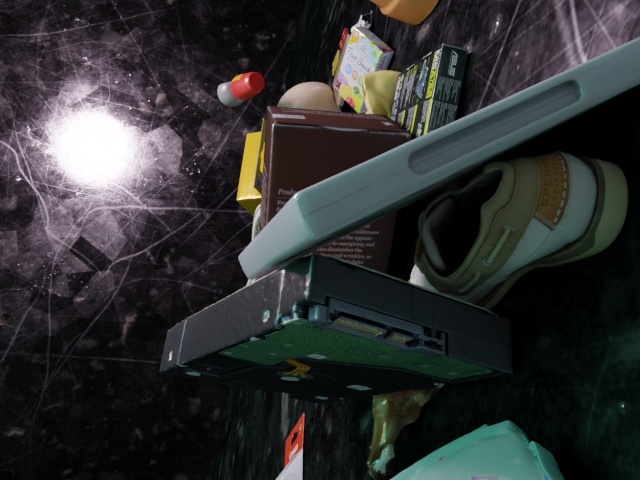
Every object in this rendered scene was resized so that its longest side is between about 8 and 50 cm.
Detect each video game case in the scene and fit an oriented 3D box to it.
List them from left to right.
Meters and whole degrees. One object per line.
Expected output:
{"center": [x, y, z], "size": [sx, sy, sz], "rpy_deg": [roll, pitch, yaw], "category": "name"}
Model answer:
{"center": [0.080, -0.052, 0.537], "size": [0.036, 0.299, 0.329], "rpy_deg": [64, 164, 1], "category": "video game case"}

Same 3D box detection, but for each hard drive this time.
{"center": [-0.004, 0.114, 0.623], "size": [0.339, 0.236, 0.064], "rpy_deg": [-29, 49, 52], "category": "hard drive"}

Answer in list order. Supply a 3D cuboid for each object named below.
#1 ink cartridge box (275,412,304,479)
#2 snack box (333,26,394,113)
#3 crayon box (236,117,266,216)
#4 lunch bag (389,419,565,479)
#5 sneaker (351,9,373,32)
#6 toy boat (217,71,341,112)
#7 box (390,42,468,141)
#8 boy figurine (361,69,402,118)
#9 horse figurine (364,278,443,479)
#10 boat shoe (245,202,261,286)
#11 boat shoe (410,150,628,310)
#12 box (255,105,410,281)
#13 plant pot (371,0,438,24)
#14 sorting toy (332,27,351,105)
{"center": [-0.084, 0.525, 1.275], "size": [0.189, 0.066, 0.232], "rpy_deg": [114, 158, -49], "category": "ink cartridge box"}
{"center": [0.085, -0.347, 1.183], "size": [0.100, 0.037, 0.141], "rpy_deg": [51, 138, 30], "category": "snack box"}
{"center": [-0.126, -0.150, 1.556], "size": [0.323, 0.083, 0.203], "rpy_deg": [48, -138, -57], "category": "crayon box"}
{"center": [0.106, 0.282, 0.383], "size": [0.223, 0.160, 0.262], "rpy_deg": [-107, 41, -72], "category": "lunch bag"}
{"center": [0.103, -0.509, 1.358], "size": [0.069, 0.038, 0.098], "rpy_deg": [-60, 18, 29], "category": "sneaker"}
{"center": [-0.092, -0.294, 1.392], "size": [0.148, 0.318, 0.268], "rpy_deg": [-1, 63, 54], "category": "toy boat"}
{"center": [0.144, -0.169, 0.850], "size": [0.184, 0.045, 0.191], "rpy_deg": [-168, 88, -76], "category": "box"}
{"center": [0.083, -0.152, 1.009], "size": [0.177, 0.092, 0.285], "rpy_deg": [-92, 14, -55], "category": "boy figurine"}
{"center": [0.092, 0.160, 0.758], "size": [0.263, 0.066, 0.175], "rpy_deg": [-107, 35, -58], "category": "horse figurine"}
{"center": [-0.100, 0.092, 1.408], "size": [0.156, 0.186, 0.501], "rpy_deg": [-74, -5, -56], "category": "boat shoe"}
{"center": [0.144, -0.002, 0.560], "size": [0.302, 0.103, 0.113], "rpy_deg": [125, 153, -63], "category": "boat shoe"}
{"center": [0.000, 0.000, 0.887], "size": [0.143, 0.191, 0.382], "rpy_deg": [-110, 25, -64], "category": "box"}
{"center": [0.107, -0.534, 0.959], "size": [0.291, 0.203, 0.291], "rpy_deg": [-168, 90, -78], "category": "plant pot"}
{"center": [0.072, -0.403, 1.369], "size": [0.275, 0.046, 0.132], "rpy_deg": [-98, 22, -55], "category": "sorting toy"}
